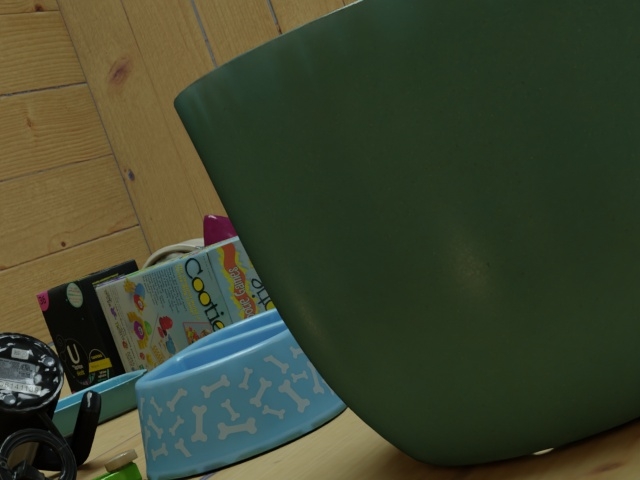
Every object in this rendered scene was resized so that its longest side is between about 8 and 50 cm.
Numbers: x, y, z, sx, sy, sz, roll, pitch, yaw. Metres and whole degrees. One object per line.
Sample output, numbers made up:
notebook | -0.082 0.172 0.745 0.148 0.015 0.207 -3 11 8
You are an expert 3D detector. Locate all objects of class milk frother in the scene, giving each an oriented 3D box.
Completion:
milk frother | -0.265 0.180 1.006 0.143 0.129 0.135 -69 3 -49

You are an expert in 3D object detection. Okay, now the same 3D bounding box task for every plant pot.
plant pot | 0.097 -0.017 0.657 0.293 0.235 0.293 -21 2 1

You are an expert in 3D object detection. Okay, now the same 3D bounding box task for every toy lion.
toy lion | -0.184 0.189 0.837 0.100 0.034 0.096 -22 -4 -45

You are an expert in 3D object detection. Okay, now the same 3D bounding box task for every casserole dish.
casserole dish | -0.279 0.196 1.343 0.188 0.037 0.114 -22 3 -26

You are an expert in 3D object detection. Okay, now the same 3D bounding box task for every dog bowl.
dog bowl | -0.054 0.110 0.973 0.166 0.074 0.297 -19 3 13

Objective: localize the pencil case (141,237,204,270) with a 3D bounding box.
pencil case | -0.159 0.062 1.922 0.183 0.160 0.410 -29 -1 16

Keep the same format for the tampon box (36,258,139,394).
tampon box | -0.300 0.124 1.638 0.101 0.161 0.120 -22 3 -44

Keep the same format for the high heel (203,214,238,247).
high heel | 0.000 0.000 1.708 0.127 0.181 0.377 -18 4 44

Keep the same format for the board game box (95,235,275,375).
board game box | -0.141 0.082 1.492 0.142 0.144 0.275 -21 3 -39
